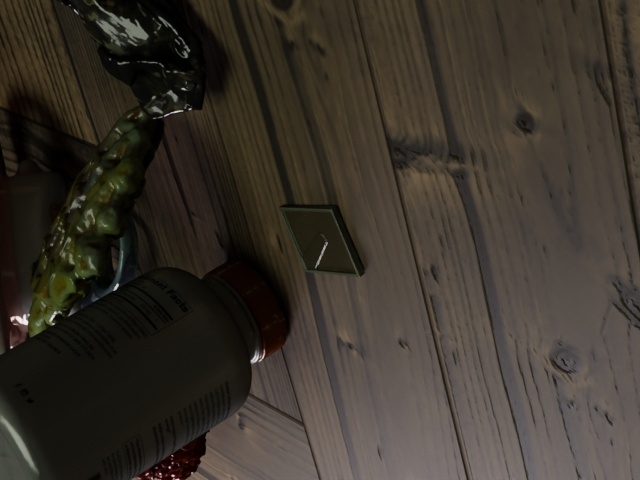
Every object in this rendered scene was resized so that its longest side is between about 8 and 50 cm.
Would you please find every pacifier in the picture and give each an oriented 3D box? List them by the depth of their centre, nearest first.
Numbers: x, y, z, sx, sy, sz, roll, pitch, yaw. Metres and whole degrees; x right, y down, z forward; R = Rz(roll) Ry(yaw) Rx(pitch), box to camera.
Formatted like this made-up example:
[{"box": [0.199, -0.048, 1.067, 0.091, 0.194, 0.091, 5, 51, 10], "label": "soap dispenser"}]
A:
[{"box": [-0.365, 0.020, 1.766, 0.220, 0.273, 0.332, -25, 69, 47], "label": "pacifier"}]

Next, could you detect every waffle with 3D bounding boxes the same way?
[{"box": [-0.215, -0.025, 1.542, 0.054, 0.204, 0.223, 29, 146, -14], "label": "waffle"}]

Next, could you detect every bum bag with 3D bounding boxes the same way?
[{"box": [-0.179, -0.209, 1.424, 0.248, 0.069, 0.102, 57, 154, 7], "label": "bum bag"}]

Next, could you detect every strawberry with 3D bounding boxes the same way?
[{"box": [-0.170, 0.196, 1.775, 0.145, 0.086, 0.145, 5, 96, 63], "label": "strawberry"}]

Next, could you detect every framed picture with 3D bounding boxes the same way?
[{"box": [0.000, 0.000, 1.406, 0.089, 0.007, 0.066, 2, 120, 58], "label": "framed picture"}]

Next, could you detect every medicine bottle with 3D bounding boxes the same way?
[{"box": [-0.170, 0.125, 1.503, 0.157, 0.289, 0.157, 40, 147, 33], "label": "medicine bottle"}]

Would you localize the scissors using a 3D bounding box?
[{"box": [-0.274, 0.084, 1.852, 0.383, 0.029, 0.256, -170, 79, -64], "label": "scissors"}]
